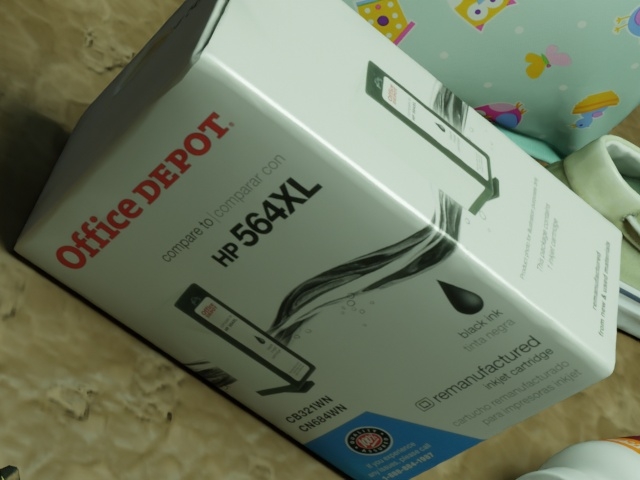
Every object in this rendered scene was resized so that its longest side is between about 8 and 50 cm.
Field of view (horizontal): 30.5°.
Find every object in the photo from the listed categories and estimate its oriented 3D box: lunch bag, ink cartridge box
[{"bbox_3d":[0.109,-0.186,0.680,0.262,0.223,0.160,22,42,-30],"label":"lunch bag"},{"bbox_3d":[0.000,0.000,0.486,0.203,0.148,0.086,35,43,-18],"label":"ink cartridge box"}]

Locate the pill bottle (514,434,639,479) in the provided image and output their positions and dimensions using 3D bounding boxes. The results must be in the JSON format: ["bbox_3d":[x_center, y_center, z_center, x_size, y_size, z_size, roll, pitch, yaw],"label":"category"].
[{"bbox_3d":[0.157,0.140,0.583,0.152,0.086,0.086,4,59,-44],"label":"pill bottle"}]

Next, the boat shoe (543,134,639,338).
[{"bbox_3d":[0.242,0.015,0.758,0.302,0.094,0.109,14,52,-38],"label":"boat shoe"}]

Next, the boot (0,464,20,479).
[{"bbox_3d":[-0.059,0.132,0.333,0.284,0.138,0.377,15,55,-36],"label":"boot"}]
